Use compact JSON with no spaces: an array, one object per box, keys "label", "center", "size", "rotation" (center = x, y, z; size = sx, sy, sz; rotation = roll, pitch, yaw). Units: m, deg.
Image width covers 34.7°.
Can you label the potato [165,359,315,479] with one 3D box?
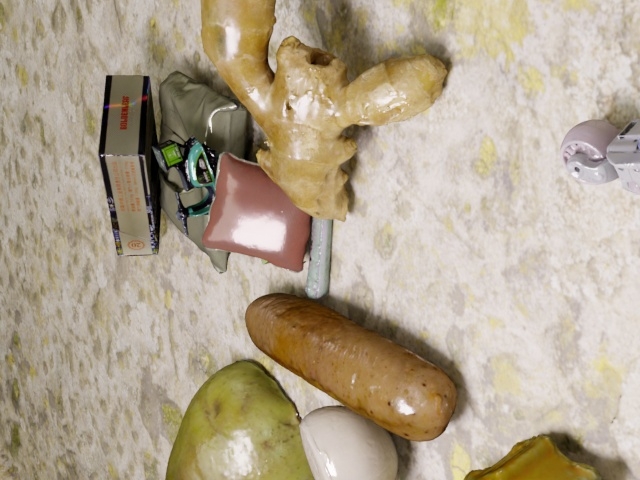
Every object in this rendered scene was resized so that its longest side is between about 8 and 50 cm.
[{"label":"potato","center":[-0.182,0.385,1.893],"size":[0.330,0.213,0.280],"rotation":[18,116,49]}]

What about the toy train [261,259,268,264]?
[{"label":"toy train","center":[-0.086,-0.017,1.762],"size":[0.081,0.050,0.122],"rotation":[-36,72,62]}]

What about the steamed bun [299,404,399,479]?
[{"label":"steamed bun","center":[0.051,0.339,1.604],"size":[0.228,0.131,0.177],"rotation":[88,157,-66]}]

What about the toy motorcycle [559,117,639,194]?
[{"label":"toy motorcycle","center":[0.366,-0.083,1.073],"size":[0.254,0.112,0.112],"rotation":[3,104,53]}]

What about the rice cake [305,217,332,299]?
[{"label":"rice cake","center":[0.000,-0.001,1.654],"size":[0.033,0.033,0.207],"rotation":[21,118,35]}]

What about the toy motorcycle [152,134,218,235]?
[{"label":"toy motorcycle","center":[-0.208,-0.093,1.706],"size":[0.058,0.100,0.173],"rotation":[35,146,60]}]

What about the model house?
[{"label":"model house","center":[0.259,0.381,1.345],"size":[0.268,0.173,0.239],"rotation":[-63,30,3]}]

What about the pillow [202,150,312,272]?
[{"label":"pillow","center":[-0.096,-0.047,1.680],"size":[0.179,0.075,0.171],"rotation":[14,100,7]}]

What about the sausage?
[{"label":"sausage","center":[0.021,0.177,1.607],"size":[0.501,0.136,0.123],"rotation":[22,87,50]}]

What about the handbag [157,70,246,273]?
[{"label":"handbag","center":[-0.214,-0.132,1.848],"size":[0.253,0.109,0.315],"rotation":[35,129,49]}]

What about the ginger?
[{"label":"ginger","center":[-0.043,-0.196,1.466],"size":[0.363,0.122,0.348],"rotation":[26,129,-2]}]

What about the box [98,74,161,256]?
[{"label":"box","center":[-0.351,-0.137,1.916],"size":[0.310,0.084,0.198],"rotation":[95,173,-54]}]
